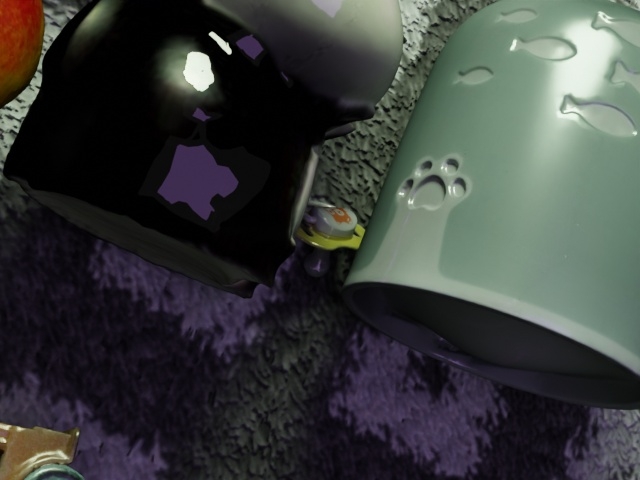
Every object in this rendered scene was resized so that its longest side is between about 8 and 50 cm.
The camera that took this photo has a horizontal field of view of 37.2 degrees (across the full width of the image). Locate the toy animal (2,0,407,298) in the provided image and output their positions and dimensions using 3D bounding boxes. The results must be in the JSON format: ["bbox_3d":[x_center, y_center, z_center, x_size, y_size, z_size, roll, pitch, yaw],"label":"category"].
[{"bbox_3d":[-0.061,-0.133,0.701,0.251,0.251,0.310,27,77,-17],"label":"toy animal"}]

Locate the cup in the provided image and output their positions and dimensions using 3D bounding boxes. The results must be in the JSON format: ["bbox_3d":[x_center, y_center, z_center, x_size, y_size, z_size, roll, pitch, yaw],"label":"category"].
[{"bbox_3d":[0.226,-0.023,0.763,0.356,0.259,0.275,16,75,18],"label":"cup"}]

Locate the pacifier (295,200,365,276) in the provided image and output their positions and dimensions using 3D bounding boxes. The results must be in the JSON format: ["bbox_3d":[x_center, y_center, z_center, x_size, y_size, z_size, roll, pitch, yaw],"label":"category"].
[{"bbox_3d":[0.000,0.000,0.824,0.083,0.068,0.064,0,121,-41],"label":"pacifier"}]

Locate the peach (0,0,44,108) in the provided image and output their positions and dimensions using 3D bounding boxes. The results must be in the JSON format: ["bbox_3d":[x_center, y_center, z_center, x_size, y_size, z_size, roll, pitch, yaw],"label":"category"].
[{"bbox_3d":[-0.291,-0.154,0.644,0.190,0.190,0.192,-42,100,-18],"label":"peach"}]

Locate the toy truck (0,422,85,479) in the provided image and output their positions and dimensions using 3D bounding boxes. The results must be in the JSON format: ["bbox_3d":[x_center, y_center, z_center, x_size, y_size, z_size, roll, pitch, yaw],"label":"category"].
[{"bbox_3d":[-0.281,0.274,0.610,0.184,0.133,0.338,22,65,-23],"label":"toy truck"}]
